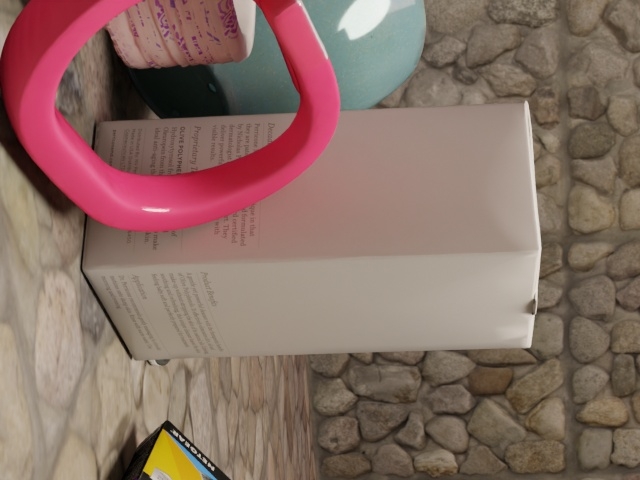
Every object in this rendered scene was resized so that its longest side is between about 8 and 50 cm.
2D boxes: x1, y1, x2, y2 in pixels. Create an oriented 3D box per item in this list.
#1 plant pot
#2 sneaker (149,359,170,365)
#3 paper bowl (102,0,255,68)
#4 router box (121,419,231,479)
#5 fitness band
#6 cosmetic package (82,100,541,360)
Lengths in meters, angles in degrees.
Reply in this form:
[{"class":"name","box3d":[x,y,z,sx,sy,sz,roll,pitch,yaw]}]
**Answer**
[{"class":"plant pot","box3d":[-0.074,-0.202,1.122,0.195,0.290,0.290,-46,148,-31]},{"class":"sneaker","box3d":[-0.152,0.095,1.149,0.083,0.035,0.031,82,7,-51]},{"class":"paper bowl","box3d":[-0.134,-0.270,0.876,0.284,0.148,0.284,-3,90,-86]},{"class":"router box","box3d":[-0.096,0.254,1.035,0.179,0.046,0.133,45,12,-8]},{"class":"fitness band","box3d":[-0.097,-0.099,0.816,0.291,0.209,0.054,61,4,-64]},{"class":"cosmetic package","box3d":[0.000,0.000,1.029,0.197,0.366,0.155,82,7,-60]}]
